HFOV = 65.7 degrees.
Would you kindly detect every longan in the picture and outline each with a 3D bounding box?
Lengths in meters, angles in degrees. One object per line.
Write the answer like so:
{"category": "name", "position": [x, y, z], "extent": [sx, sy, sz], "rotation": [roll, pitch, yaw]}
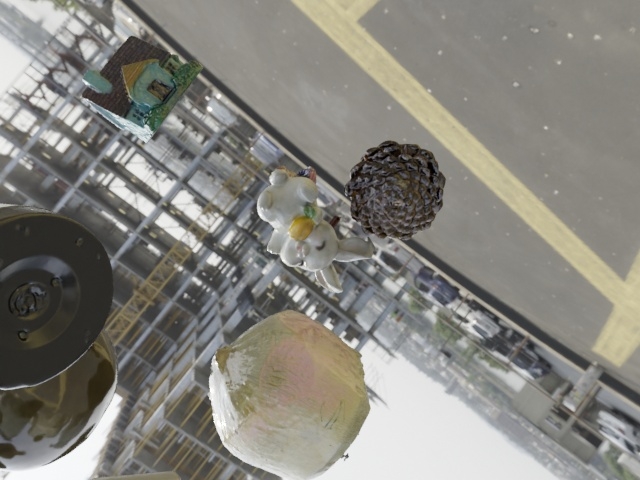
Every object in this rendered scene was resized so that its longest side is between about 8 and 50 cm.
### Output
{"category": "longan", "position": [-0.600, 0.279, 0.986], "extent": [0.361, 0.361, 0.361], "rotation": [38, 176, 3]}

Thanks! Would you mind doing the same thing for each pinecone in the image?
{"category": "pinecone", "position": [0.189, -0.131, 1.238], "extent": [0.246, 0.246, 0.292], "rotation": [38, -156, -2]}

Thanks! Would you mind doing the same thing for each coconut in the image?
{"category": "coconut", "position": [-0.100, 0.364, 1.238], "extent": [0.405, 0.404, 0.404], "rotation": [38, 176, 3]}

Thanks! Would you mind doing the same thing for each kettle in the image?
{"category": "kettle", "position": [-0.434, 0.063, 0.610], "extent": [0.271, 0.250, 0.207], "rotation": [14, 165, 31]}

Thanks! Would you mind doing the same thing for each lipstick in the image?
{"category": "lipstick", "position": [0.001, 0.000, 1.382], "extent": [0.027, 0.176, 0.027], "rotation": [37, 171, 7]}

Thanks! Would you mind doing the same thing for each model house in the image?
{"category": "model house", "position": [-0.544, -0.483, 1.490], "extent": [0.249, 0.280, 0.230], "rotation": [37, 165, -23]}

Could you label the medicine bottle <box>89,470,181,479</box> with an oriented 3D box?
{"category": "medicine bottle", "position": [-0.506, 0.676, 1.246], "extent": [0.289, 0.157, 0.157], "rotation": [10, -168, -30]}

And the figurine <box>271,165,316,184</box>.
{"category": "figurine", "position": [-0.087, -0.187, 1.620], "extent": [0.157, 0.114, 0.126], "rotation": [-5, -158, -35]}

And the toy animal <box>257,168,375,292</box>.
{"category": "toy animal", "position": [-0.028, -0.023, 1.239], "extent": [0.325, 0.208, 0.154], "rotation": [36, -169, -20]}
